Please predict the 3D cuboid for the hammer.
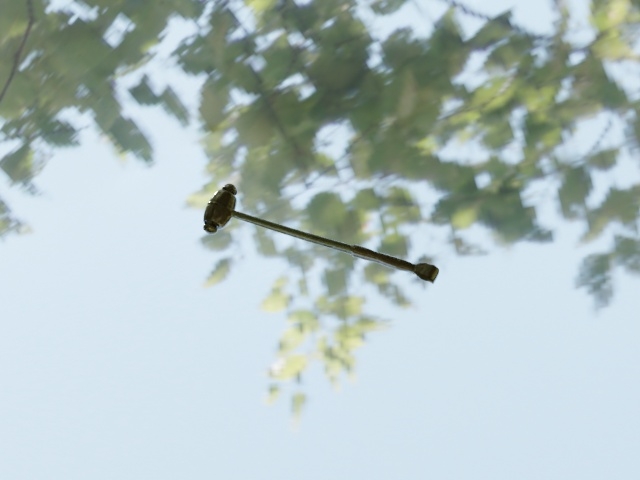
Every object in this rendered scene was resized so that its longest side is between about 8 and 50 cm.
[{"bbox_3d":[0.000,0.000,0.891,0.123,0.014,0.029,17,-110,14],"label":"hammer"}]
